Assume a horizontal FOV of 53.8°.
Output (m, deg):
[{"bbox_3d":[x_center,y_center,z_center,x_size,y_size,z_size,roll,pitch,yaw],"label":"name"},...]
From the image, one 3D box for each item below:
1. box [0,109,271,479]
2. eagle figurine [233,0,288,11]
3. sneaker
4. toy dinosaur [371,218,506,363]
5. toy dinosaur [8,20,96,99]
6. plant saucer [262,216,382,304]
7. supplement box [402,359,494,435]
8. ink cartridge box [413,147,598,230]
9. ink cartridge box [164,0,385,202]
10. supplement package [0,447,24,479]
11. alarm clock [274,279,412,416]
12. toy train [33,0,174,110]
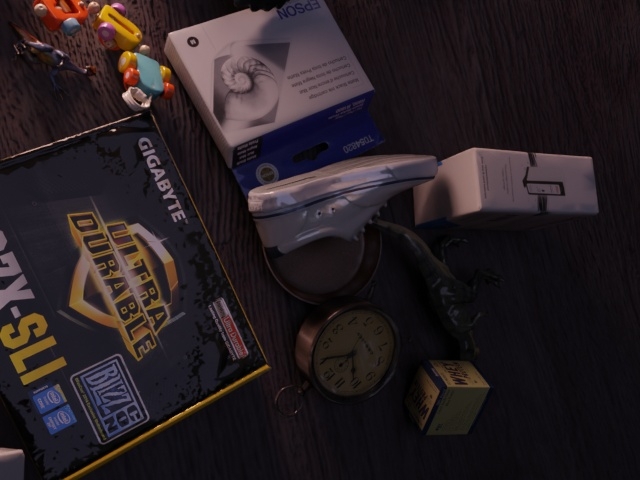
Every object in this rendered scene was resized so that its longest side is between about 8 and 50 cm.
[{"bbox_3d":[-0.237,0.054,0.679,0.257,0.079,0.321,-25,94,-23],"label":"box"},{"bbox_3d":[-0.070,-0.462,0.748,0.225,0.298,0.226,15,34,-45],"label":"eagle figurine"},{"bbox_3d":[0.034,-0.048,0.785,0.258,0.094,0.091,-17,109,-21],"label":"sneaker"},{"bbox_3d":[0.180,0.055,0.869,0.118,0.064,0.268,-38,102,-28],"label":"toy dinosaur"},{"bbox_3d":[-0.295,-0.208,0.706,0.082,0.047,0.090,-2,71,-45],"label":"toy dinosaur"},{"bbox_3d":[0.000,0.000,0.818,0.169,0.029,0.168,3,83,-24],"label":"plant saucer"},{"bbox_3d":[0.167,0.207,0.833,0.083,0.056,0.083,6,116,-24],"label":"supplement box"},{"bbox_3d":[0.253,-0.065,0.874,0.203,0.148,0.085,0,82,-25],"label":"ink cartridge box"},{"bbox_3d":[-0.046,-0.189,0.795,0.223,0.045,0.223,-29,88,-25],"label":"ink cartridge box"},{"bbox_3d":[-0.383,0.255,0.450,0.198,0.263,0.199,11,76,-58],"label":"supplement package"},{"bbox_3d":[0.018,0.146,0.782,0.192,0.064,0.129,-40,115,-18],"label":"alarm clock"},{"bbox_3d":[-0.243,-0.209,0.705,0.166,0.046,0.125,52,33,-8],"label":"toy train"}]
